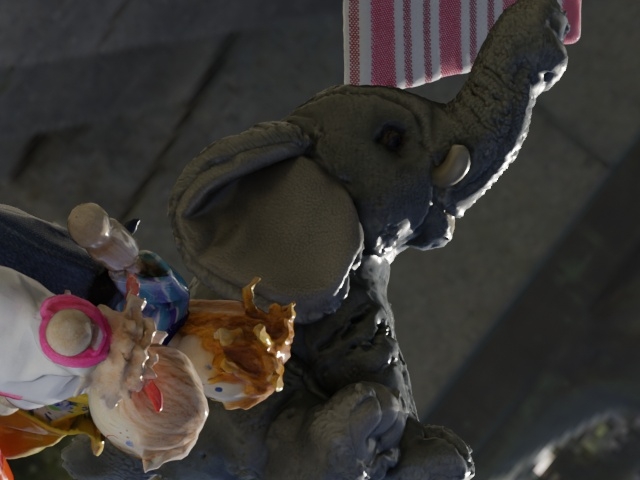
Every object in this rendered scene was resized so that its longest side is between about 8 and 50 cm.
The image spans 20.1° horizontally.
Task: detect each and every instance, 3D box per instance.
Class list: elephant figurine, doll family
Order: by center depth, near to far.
[{"bbox_3d":[-0.099,0.031,0.612,0.263,0.163,0.118,130,-20,-61],"label":"doll family"},{"bbox_3d":[0.000,0.000,0.862,0.186,0.169,0.239,3,87,-36],"label":"elephant figurine"}]

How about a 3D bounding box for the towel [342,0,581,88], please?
[{"bbox_3d":[0.082,-0.167,1.032,0.197,0.029,0.144,-18,115,-39],"label":"towel"}]
